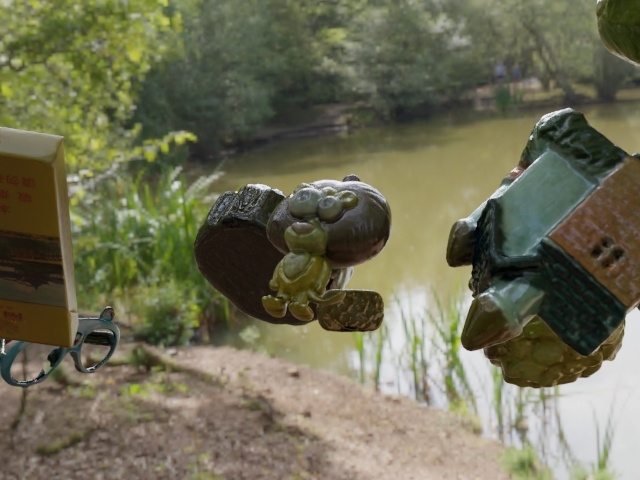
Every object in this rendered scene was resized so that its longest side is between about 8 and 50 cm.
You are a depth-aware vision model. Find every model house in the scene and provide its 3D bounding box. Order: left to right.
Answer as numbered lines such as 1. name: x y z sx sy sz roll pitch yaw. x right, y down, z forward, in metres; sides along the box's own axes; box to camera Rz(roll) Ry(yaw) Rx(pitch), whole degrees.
1. model house: 0.247 0.029 1.024 0.291 0.253 0.184 -36 -17 -20

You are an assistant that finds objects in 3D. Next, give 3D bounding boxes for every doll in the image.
1. doll: 0.008 0.001 1.031 0.145 0.096 0.188 -14 42 17

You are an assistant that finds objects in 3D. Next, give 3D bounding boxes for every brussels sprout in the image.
1. brussels sprout: 0.472 -0.302 1.267 0.181 0.161 0.144 -18 30 40

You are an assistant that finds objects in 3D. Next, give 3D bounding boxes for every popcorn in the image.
1. popcorn: 0.350 0.087 1.448 0.237 0.293 0.293 -5 9 15

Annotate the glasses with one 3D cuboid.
1. glasses: -0.453 0.179 1.508 0.207 0.102 0.239 -13 -4 34

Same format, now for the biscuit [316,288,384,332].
1. biscuit: 0.051 0.115 1.542 0.147 0.071 0.018 4 -6 -38

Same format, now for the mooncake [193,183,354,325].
1. mooncake: -0.078 0.020 1.647 0.283 0.283 0.141 1 48 32

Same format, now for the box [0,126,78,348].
1. box: -0.176 0.001 0.496 0.087 0.155 0.023 6 48 -5
